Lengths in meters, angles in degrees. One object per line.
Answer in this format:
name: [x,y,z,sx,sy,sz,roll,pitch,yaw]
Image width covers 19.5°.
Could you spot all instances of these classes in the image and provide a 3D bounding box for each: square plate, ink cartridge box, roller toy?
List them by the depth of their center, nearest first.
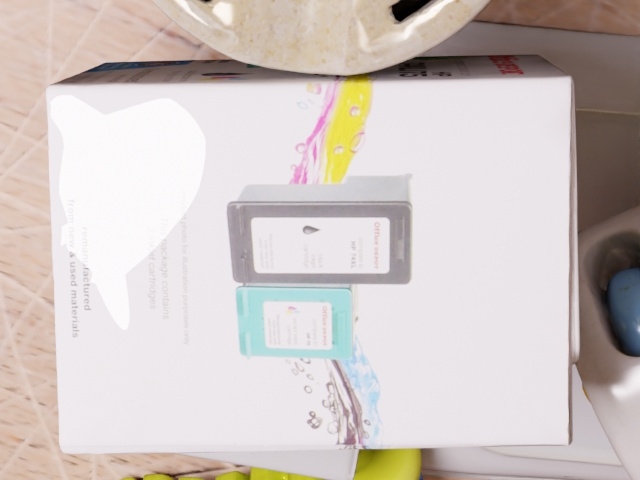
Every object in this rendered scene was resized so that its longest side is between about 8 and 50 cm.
ink cartridge box: [0.000,0.000,1.041,0.270,0.198,0.197,-1,99,2]
roller toy: [0.231,0.067,1.149,0.146,0.209,0.191,-24,94,15]
square plate: [0.222,0.032,1.265,0.344,0.049,0.347,5,114,3]

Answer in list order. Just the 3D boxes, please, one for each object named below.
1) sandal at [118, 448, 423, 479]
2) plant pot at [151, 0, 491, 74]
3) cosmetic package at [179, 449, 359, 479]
sandal: [-0.056,0.230,1.345,0.317,0.126,0.138,-17,131,18]
plant pot: [0.011,-0.238,1.022,0.334,0.305,0.333,2,115,4]
cosmetic package: [-0.051,0.049,1.241,0.184,0.151,0.151,9,114,0]
